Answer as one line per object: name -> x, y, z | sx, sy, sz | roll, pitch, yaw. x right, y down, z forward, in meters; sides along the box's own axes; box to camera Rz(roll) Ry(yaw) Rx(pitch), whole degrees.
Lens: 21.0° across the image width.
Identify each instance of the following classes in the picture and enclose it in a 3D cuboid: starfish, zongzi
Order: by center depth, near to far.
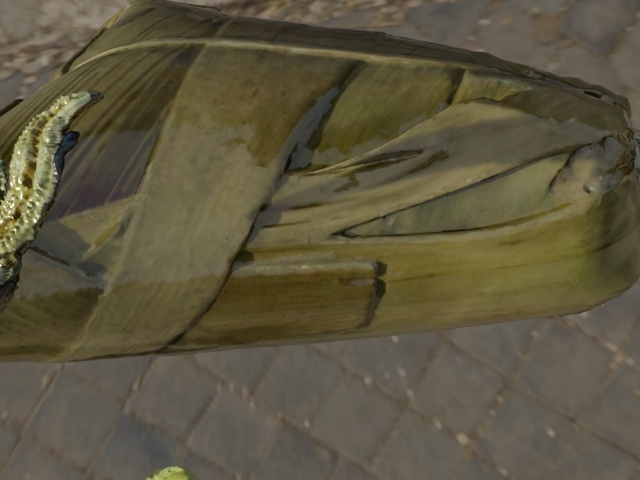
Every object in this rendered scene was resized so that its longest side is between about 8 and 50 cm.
starfish -> -0.190, 0.008, 0.849 | 0.053, 0.176, 0.208 | 47, 48, -37
zongzi -> 0.000, 0.020, 1.064 | 0.500, 0.467, 0.218 | 9, 122, 19

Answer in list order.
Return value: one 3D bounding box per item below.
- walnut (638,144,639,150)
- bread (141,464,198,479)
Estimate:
walnut -> 0.267, -0.047, 1.657 | 0.137, 0.245, 0.137 | 6, 102, 32
bread -> -0.137, 0.277, 1.543 | 0.129, 0.111, 0.114 | -32, 103, -19
